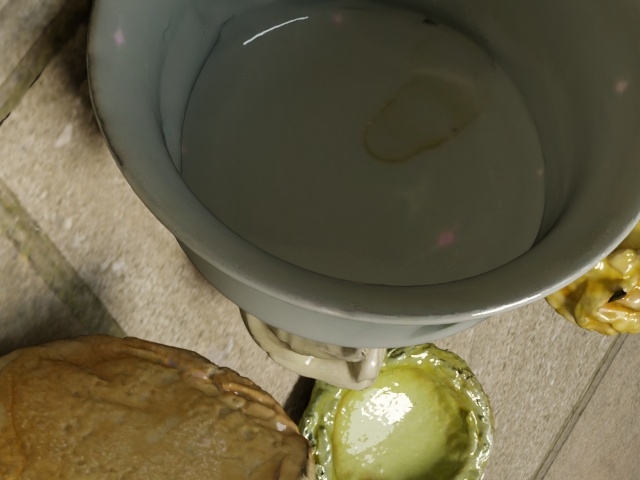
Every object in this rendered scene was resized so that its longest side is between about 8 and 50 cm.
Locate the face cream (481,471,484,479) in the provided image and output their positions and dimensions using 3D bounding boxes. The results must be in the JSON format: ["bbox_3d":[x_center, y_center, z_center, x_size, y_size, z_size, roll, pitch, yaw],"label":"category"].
[{"bbox_3d":[0.026,0.300,1.465,0.274,0.154,0.096,-61,-179,8],"label":"face cream"}]

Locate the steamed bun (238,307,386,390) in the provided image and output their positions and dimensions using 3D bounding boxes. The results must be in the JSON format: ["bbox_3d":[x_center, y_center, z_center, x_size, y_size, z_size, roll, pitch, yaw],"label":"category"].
[{"bbox_3d":[0.000,0.002,1.140,0.218,0.144,0.211,-79,-177,-47],"label":"steamed bun"}]

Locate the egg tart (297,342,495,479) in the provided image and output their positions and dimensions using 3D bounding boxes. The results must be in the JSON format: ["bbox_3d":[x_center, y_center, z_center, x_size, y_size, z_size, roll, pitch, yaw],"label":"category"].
[{"bbox_3d":[0.063,0.179,1.396,0.197,0.197,0.078,-61,-166,-7],"label":"egg tart"}]

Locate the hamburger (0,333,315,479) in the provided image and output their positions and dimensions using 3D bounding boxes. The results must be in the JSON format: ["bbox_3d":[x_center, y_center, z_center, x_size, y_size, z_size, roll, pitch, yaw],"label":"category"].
[{"bbox_3d":[-0.128,0.172,0.939,0.286,0.243,0.146,-14,128,-39],"label":"hamburger"}]

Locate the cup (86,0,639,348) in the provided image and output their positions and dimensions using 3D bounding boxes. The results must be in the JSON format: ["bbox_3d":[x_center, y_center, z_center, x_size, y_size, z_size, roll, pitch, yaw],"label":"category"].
[{"bbox_3d":[0.032,-0.071,0.956,0.347,0.347,0.163,-50,166,-27],"label":"cup"}]

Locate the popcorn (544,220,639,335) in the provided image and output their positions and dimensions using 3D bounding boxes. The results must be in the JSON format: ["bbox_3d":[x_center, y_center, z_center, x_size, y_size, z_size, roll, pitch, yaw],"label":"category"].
[{"bbox_3d":[0.330,0.031,1.742,0.170,0.180,0.180,-86,176,-47],"label":"popcorn"}]
